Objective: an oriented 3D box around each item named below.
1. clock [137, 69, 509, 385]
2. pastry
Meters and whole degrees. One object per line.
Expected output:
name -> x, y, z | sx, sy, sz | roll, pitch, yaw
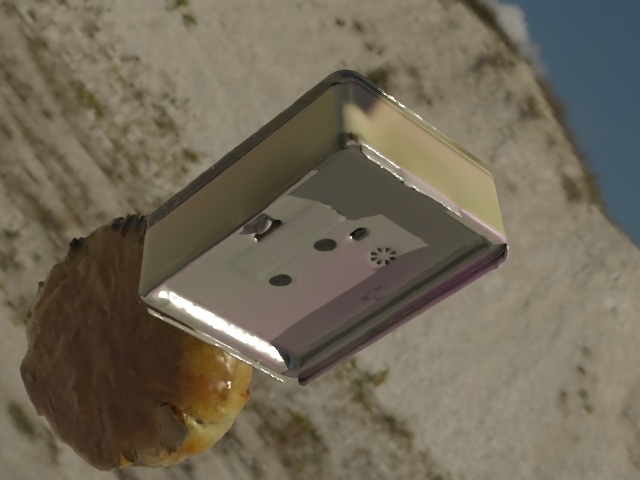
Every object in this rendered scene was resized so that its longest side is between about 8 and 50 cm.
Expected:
clock -> 0.000, 0.000, 0.833 | 0.147, 0.192, 0.071 | 31, 40, -33
pastry -> -0.151, 0.078, 1.129 | 0.218, 0.229, 0.100 | 20, 9, 30
